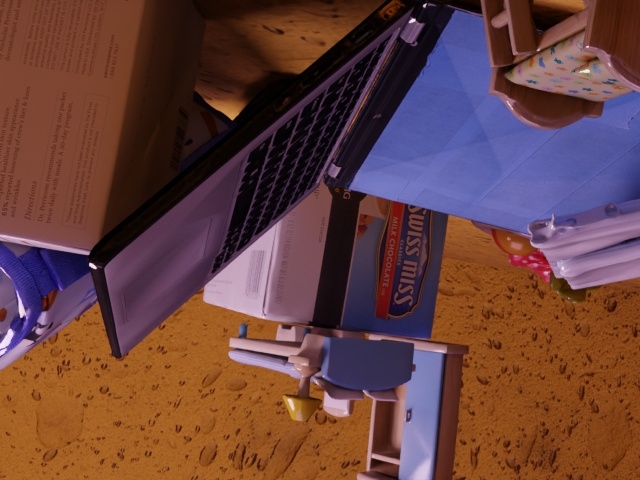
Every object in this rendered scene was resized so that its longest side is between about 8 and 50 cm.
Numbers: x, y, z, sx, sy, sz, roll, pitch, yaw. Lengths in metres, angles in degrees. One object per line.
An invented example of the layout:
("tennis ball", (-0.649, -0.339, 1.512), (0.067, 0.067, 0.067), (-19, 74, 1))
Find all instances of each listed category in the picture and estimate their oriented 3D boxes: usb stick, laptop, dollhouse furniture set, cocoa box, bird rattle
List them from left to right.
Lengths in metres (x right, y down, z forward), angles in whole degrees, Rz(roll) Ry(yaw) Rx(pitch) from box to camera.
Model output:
("usb stick", (-0.046, -0.125, 1.083), (0.077, 0.045, 0.278), (10, 177, -13))
("dollhouse furniture set", (-0.005, 0.212, 1.298), (0.303, 0.198, 0.286), (10, 175, -43))
("cocoa box", (0.000, 0.000, 1.408), (0.227, 0.232, 0.347), (10, 176, -18))
("laptop", (0.063, 0.005, 0.783), (0.236, 0.408, 0.382), (47, 164, 5))
("dollhouse furniture set", (0.084, -0.116, 0.408), (0.160, 0.101, 0.182), (11, 176, -10))
("bird rattle", (0.323, -0.015, 1.539), (0.206, 0.143, 0.253), (23, -174, -17))

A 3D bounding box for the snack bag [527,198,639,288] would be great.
("snack bag", (0.352, -0.014, 0.877), (0.323, 0.037, 0.342), (-13, 169, 14))

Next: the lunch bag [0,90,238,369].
("lunch bag", (-0.303, -0.029, 1.015), (0.385, 0.239, 0.328), (3, -151, 33))

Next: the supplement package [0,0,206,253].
("supplement package", (-0.238, -0.104, 0.718), (0.262, 0.199, 0.198), (10, 177, 3))
